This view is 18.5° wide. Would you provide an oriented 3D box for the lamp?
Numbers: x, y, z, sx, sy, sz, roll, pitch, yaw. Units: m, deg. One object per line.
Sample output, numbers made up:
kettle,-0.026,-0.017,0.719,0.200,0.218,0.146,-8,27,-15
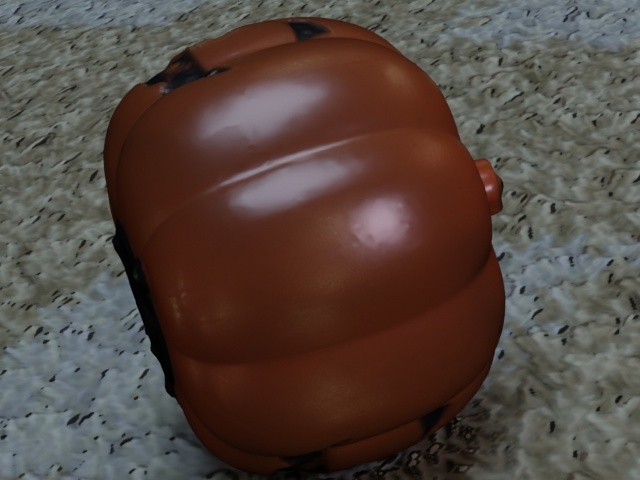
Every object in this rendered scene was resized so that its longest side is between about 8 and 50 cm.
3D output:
lamp,0.000,0.000,0.814,0.163,0.188,0.187,-18,25,-11
